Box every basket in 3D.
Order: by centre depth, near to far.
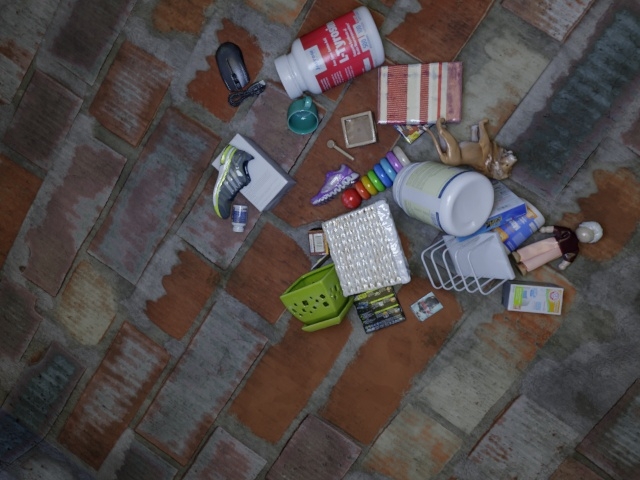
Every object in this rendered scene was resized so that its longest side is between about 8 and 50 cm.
[{"bbox_3d":[0.190,0.017,1.655,0.267,0.328,0.330,-16,94,12],"label":"basket"}]

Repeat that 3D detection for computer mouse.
[{"bbox_3d":[-0.373,-0.743,1.789,0.189,0.072,0.271,-25,92,11],"label":"computer mouse"}]

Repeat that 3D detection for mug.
[{"bbox_3d":[-0.065,-0.536,1.730,0.158,0.130,0.097,-27,50,33],"label":"mug"}]

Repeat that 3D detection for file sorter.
[{"bbox_3d":[0.557,0.091,1.598,0.173,0.278,0.192,-28,100,-23],"label":"file sorter"}]

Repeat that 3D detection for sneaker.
[{"bbox_3d":[-0.348,-0.226,1.646,0.122,0.111,0.299,15,104,5],"label":"sneaker"},{"bbox_3d":[0.049,-0.242,1.773,0.237,0.095,0.104,-36,83,5],"label":"sneaker"}]

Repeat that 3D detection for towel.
[{"bbox_3d":[0.397,-0.587,1.651,0.330,0.037,0.236,1,96,9],"label":"towel"}]

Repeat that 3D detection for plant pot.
[{"bbox_3d":[0.004,0.245,1.737,0.227,0.228,0.207,-24,98,30],"label":"plant pot"}]

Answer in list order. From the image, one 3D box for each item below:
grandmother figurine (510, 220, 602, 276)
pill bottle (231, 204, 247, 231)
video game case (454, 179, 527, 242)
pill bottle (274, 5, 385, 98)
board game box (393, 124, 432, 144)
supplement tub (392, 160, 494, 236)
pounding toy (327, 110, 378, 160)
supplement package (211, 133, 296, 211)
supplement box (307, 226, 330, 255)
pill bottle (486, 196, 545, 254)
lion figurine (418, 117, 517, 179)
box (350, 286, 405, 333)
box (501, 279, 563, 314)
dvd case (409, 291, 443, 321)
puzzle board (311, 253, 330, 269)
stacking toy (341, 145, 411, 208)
[{"bbox_3d":[0.958,0.028,1.657,0.343,0.104,0.207,-28,113,12],"label":"grandmother figurine"},{"bbox_3d":[-0.367,-0.100,1.854,0.067,0.067,0.120,8,96,8],"label":"pill bottle"},{"bbox_3d":[0.623,-0.123,1.621,0.270,0.244,0.061,-24,120,10],"label":"video game case"},{"bbox_3d":[0.032,-0.736,1.651,0.408,0.229,0.228,-23,92,10],"label":"pill bottle"},{"bbox_3d":[0.381,-0.533,1.706,0.194,0.060,0.194,-40,88,10],"label":"board game box"},{"bbox_3d":[0.445,-0.167,1.534,0.236,0.325,0.235,-11,114,-24],"label":"supplement tub"},{"bbox_3d":[0.136,-0.431,1.741,0.206,0.094,0.180,-9,99,18],"label":"pounding toy"},{"bbox_3d":[-0.279,-0.289,1.767,0.293,0.175,0.177,45,102,2],"label":"supplement package"},{"bbox_3d":[0.000,0.000,1.749,0.081,0.188,0.103,-4,96,7],"label":"supplement box"},{"bbox_3d":[0.743,-0.032,1.655,0.272,0.152,0.152,-44,88,9],"label":"pill bottle"},{"bbox_3d":[0.573,-0.348,1.614,0.393,0.142,0.239,-5,88,-14],"label":"lion figurine"},{"bbox_3d":[0.255,0.296,1.816,0.191,0.045,0.184,-23,90,11],"label":"box"},{"bbox_3d":[0.867,0.230,1.688,0.204,0.103,0.114,5,97,8],"label":"box"},{"bbox_3d":[0.463,0.291,1.799,0.120,0.013,0.087,-36,90,11],"label":"dvd case"},{"bbox_3d":[0.009,0.087,1.788,0.096,0.128,0.011,-44,80,10],"label":"puzzle board"},{"bbox_3d":[0.227,-0.251,1.731,0.331,0.141,0.141,-34,90,16],"label":"stacking toy"}]
